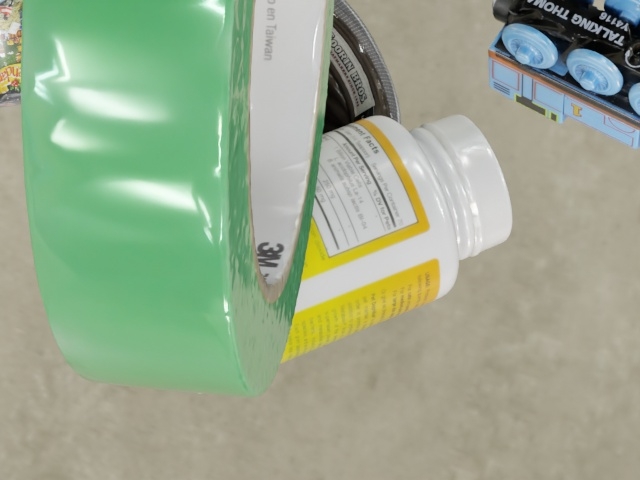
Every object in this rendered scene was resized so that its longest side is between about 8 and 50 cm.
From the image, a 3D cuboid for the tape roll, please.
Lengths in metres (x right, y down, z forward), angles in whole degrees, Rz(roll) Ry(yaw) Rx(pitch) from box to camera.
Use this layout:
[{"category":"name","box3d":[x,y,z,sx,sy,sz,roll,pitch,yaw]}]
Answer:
[{"category":"tape roll","box3d":[-0.047,-0.094,0.704,0.321,0.077,0.321,5,90,-83]}]

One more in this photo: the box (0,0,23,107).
[{"category":"box","box3d":[-0.279,-0.249,1.871,0.044,0.233,0.159,-6,88,-80]}]

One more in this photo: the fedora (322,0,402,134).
[{"category":"fedora","box3d":[-0.069,-0.106,1.219,0.275,0.124,0.244,15,60,-41]}]

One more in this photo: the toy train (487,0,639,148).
[{"category":"toy train","box3d":[0.201,-0.118,1.124,0.080,0.184,0.105,-55,160,-18]}]

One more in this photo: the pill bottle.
[{"category":"pill bottle","box3d":[0.000,0.000,0.957,0.215,0.117,0.117,-21,113,-13]}]
